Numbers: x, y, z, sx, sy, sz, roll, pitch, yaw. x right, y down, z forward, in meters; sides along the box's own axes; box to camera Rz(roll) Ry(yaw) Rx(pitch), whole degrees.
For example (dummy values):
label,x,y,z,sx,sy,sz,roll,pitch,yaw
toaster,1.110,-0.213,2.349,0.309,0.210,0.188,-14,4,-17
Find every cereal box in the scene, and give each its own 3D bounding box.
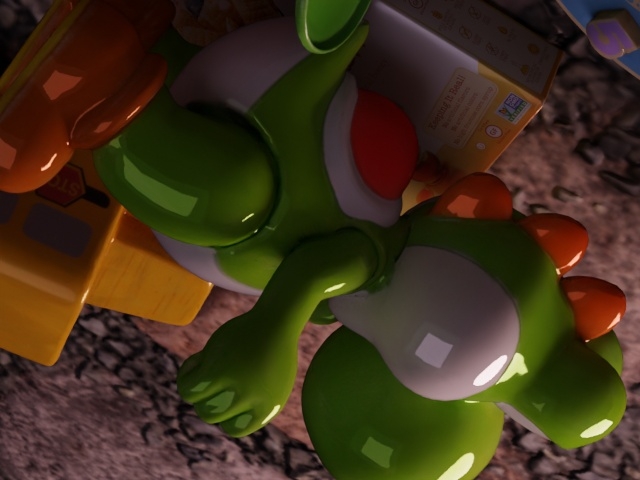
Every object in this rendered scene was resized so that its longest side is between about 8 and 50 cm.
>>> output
label,x,y,z,sx,sy,sz,roll,pitch,yaw
cereal box,-0.014,-0.101,1.012,0.240,0.047,0.173,30,142,-6

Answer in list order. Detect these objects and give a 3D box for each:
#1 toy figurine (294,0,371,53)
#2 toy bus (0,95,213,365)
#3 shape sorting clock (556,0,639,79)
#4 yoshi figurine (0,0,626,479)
label,x,y,z,sx,sy,sz,roll,pitch,yaw
toy figurine,-0.048,-0.190,0.875,0.159,0.130,0.173,23,127,23
toy bus,-0.220,-0.030,1.123,0.332,0.130,0.108,24,141,-8
shape sorting clock,0.142,-0.134,0.826,0.206,0.040,0.206,40,156,22
yoshi figurine,-0.016,0.023,0.981,0.362,0.204,0.203,34,158,-14
